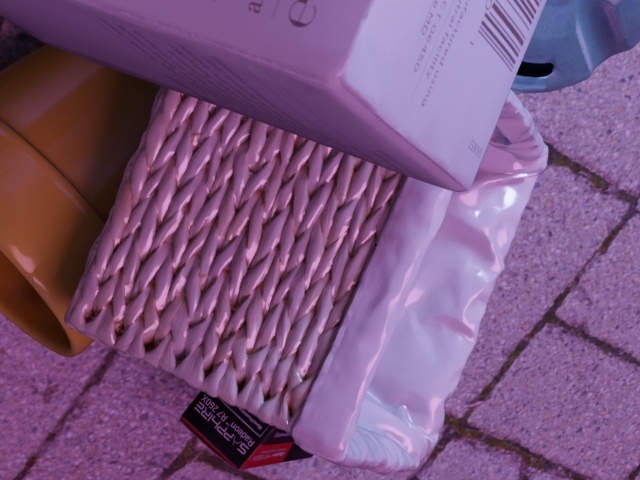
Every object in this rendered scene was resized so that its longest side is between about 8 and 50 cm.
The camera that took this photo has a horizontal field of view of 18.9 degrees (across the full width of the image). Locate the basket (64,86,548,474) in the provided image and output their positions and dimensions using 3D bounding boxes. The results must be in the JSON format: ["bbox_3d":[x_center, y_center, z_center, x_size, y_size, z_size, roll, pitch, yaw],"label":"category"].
[{"bbox_3d":[0.000,0.000,1.624,0.331,0.266,0.328,-68,164,-2],"label":"basket"}]

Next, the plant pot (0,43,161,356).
[{"bbox_3d":[-0.223,-0.067,1.695,0.239,0.254,0.254,-47,136,-17],"label":"plant pot"}]

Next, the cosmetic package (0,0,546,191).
[{"bbox_3d":[-0.048,-0.270,1.341,0.329,0.393,0.327,-69,159,-3],"label":"cosmetic package"}]

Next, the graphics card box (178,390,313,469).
[{"bbox_3d":[0.036,0.071,1.983,0.371,0.094,0.233,-52,163,9],"label":"graphics card box"}]

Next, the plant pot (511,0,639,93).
[{"bbox_3d":[0.131,-0.312,1.658,0.341,0.334,0.341,-17,130,-22],"label":"plant pot"}]
